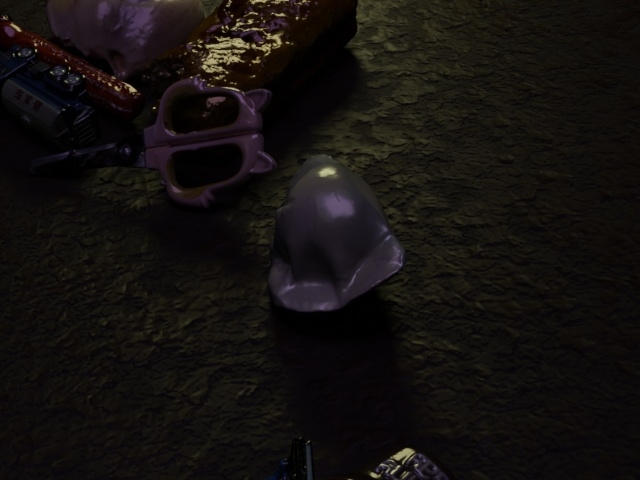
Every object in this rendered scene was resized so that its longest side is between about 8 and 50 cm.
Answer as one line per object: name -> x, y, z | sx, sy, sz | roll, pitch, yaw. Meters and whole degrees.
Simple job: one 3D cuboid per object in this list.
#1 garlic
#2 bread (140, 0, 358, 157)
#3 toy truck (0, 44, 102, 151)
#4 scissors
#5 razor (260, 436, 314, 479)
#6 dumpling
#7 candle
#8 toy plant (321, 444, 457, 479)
garlic -> -0.269, -0.313, 1.557 | 0.217, 0.110, 0.228 | -10, 38, -15
bread -> -0.105, -0.248, 1.464 | 0.185, 0.109, 0.380 | 19, 44, 24
toy truck -> -0.352, -0.176, 1.420 | 0.201, 0.074, 0.088 | 31, 58, 34
scissors -> -0.203, -0.105, 1.301 | 0.317, 0.024, 0.160 | -8, 81, 17
razor -> -0.129, 0.218, 0.924 | 0.253, 0.042, 0.082 | -6, 37, -1
dumpling -> 0.000, 0.000, 1.151 | 0.151, 0.124, 0.229 | -41, 34, 10
candle -> -0.345, -0.230, 1.497 | 0.329, 0.051, 0.048 | 31, 35, 34
toy plant -> 0.023, 0.238, 0.835 | 0.143, 0.105, 0.200 | 41, 53, 14
